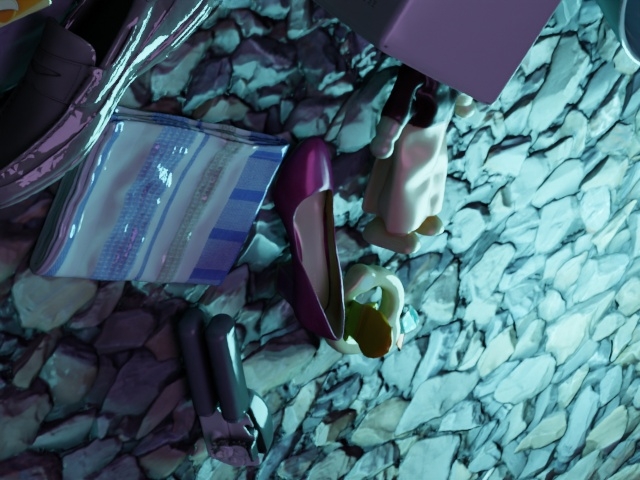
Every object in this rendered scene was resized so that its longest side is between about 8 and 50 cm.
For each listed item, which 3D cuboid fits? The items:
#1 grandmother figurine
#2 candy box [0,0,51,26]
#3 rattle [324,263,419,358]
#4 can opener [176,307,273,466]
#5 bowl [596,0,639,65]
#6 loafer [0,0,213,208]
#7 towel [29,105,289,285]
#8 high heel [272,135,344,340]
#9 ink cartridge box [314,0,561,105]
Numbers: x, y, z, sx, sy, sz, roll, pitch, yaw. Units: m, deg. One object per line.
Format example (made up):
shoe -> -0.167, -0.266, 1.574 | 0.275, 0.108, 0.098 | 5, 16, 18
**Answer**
grandmother figurine -> 0.118, -0.154, 2.009 | 0.208, 0.104, 0.342 | -45, 149, -54
candy box -> -0.349, -0.308, 1.422 | 0.183, 0.087, 0.316 | -29, 138, -24
rattle -> 0.099, 0.119, 2.180 | 0.199, 0.142, 0.130 | 45, 68, -46
can opener -> -0.119, 0.181, 2.081 | 0.280, 0.074, 0.093 | 79, 26, -47
bowl -> 0.431, -0.379, 2.054 | 0.311, 0.163, 0.311 | -26, 142, -22
loafer -> -0.238, -0.170, 1.637 | 0.319, 0.112, 0.111 | -51, 138, -11
towel -> -0.172, -0.041, 1.861 | 0.285, 0.034, 0.209 | 6, 117, -47
high heel -> 0.000, 0.000, 1.994 | 0.082, 0.117, 0.244 | -15, 130, -36
ink cartridge box -> 0.072, -0.346, 1.542 | 0.166, 0.395, 0.285 | 22, 105, -43
